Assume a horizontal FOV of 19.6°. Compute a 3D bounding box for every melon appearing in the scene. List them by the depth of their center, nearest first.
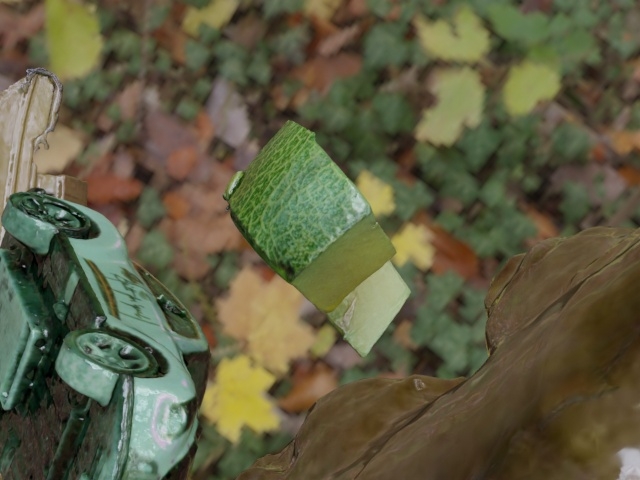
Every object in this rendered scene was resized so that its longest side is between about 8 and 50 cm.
[{"bbox_3d":[0.000,0.000,1.034,0.118,0.064,0.209,47,-2,25],"label":"melon"}]

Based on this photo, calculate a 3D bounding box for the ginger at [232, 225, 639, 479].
[{"bbox_3d":[0.045,0.072,0.377,0.080,0.333,0.166,34,22,-42],"label":"ginger"}]

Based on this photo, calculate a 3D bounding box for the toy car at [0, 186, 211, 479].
[{"bbox_3d":[-0.127,0.084,1.051,0.125,0.136,0.306,14,18,-27],"label":"toy car"}]

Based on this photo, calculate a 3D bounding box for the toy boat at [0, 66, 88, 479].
[{"bbox_3d":[-0.342,0.039,2.030,0.162,0.136,0.446,10,80,-25],"label":"toy boat"}]
